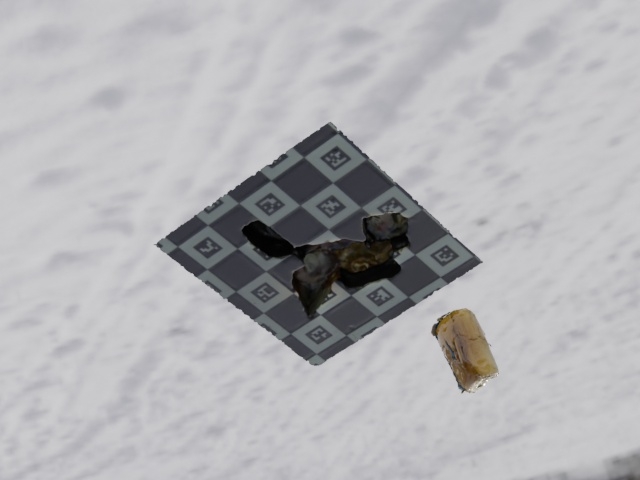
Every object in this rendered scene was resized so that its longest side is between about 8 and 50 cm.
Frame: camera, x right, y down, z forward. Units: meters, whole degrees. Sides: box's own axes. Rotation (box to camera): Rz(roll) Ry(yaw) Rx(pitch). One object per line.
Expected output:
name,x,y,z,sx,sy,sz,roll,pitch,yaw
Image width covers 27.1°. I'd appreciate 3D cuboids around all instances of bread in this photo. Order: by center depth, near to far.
bread,0.191,0.144,1.763,0.053,0.106,0.072,-6,153,-38

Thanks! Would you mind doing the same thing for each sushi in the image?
sushi,0.000,0.000,1.990,0.343,0.064,0.359,-34,124,26
